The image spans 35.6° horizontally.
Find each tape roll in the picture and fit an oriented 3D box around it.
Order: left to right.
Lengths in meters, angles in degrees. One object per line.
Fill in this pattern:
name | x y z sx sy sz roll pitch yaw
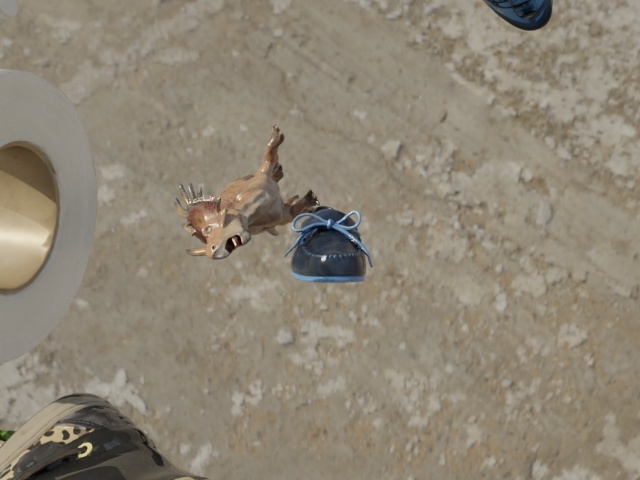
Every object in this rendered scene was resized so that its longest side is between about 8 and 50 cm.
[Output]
tape roll | -0.333 -0.027 0.968 0.100 0.286 0.286 7 55 19

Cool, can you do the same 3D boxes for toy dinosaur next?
toy dinosaur | -0.118 -0.043 1.427 0.200 0.296 0.127 -33 86 -9

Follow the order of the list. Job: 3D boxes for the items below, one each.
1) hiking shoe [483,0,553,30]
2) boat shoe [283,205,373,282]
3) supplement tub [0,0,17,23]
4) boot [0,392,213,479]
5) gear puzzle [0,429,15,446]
hiking shoe | 0.263 -0.410 1.534 0.113 0.304 0.132 -23 45 32
boat shoe | 0.000 0.000 1.271 0.109 0.258 0.089 3 97 -12
supplement tub | -0.478 -0.315 1.359 0.107 0.071 0.071 -23 55 14
boot | -0.231 0.300 0.783 0.284 0.138 0.377 7 47 50
gear puzzle | -0.370 0.250 1.157 0.175 0.339 0.044 12 46 35
